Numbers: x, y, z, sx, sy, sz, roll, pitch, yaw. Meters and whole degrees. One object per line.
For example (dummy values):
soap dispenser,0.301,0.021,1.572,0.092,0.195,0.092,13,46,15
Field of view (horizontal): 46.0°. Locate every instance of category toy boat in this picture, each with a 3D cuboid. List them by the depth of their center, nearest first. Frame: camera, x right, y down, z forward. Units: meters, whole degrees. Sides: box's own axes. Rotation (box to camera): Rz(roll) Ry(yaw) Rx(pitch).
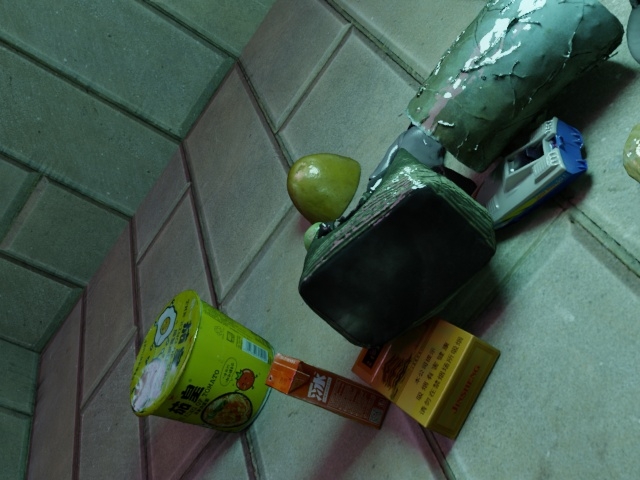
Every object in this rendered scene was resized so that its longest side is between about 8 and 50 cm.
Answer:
toy boat,0.340,-0.091,1.368,0.295,0.088,0.129,-44,31,45

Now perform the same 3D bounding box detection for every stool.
stool,0.250,-0.096,1.497,0.096,0.110,0.096,-37,39,37

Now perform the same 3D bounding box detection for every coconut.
coconut,0.000,0.000,1.857,0.088,0.087,0.096,-51,10,19

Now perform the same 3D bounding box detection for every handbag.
handbag,0.129,0.006,1.344,0.340,0.247,0.240,-43,22,19

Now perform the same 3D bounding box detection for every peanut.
peanut,0.498,-0.107,1.126,0.080,0.080,0.175,-38,35,37

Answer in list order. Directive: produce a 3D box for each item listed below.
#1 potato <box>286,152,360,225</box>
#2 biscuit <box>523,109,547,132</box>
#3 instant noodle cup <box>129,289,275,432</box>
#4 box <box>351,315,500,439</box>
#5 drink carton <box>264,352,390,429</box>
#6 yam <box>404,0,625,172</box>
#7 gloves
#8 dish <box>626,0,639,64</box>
potato,-0.010,-0.151,1.946,0.203,0.158,0.178,-44,33,23
biscuit,0.406,-0.300,1.498,0.121,0.040,0.200,-9,57,52
instant noodle cup,-0.280,0.315,1.855,0.325,0.254,0.326,-40,35,36
box,0.180,0.219,1.364,0.174,0.076,0.274,-61,27,-2
drink carton,0.016,0.284,1.419,0.096,0.222,0.071,3,68,60
yam,0.331,-0.295,1.347,0.348,0.241,0.241,-46,31,12
gloves,0.199,-0.176,1.645,0.119,0.142,0.286,115,179,-81
dish,0.546,-0.411,1.168,0.273,0.133,0.273,-60,6,11
